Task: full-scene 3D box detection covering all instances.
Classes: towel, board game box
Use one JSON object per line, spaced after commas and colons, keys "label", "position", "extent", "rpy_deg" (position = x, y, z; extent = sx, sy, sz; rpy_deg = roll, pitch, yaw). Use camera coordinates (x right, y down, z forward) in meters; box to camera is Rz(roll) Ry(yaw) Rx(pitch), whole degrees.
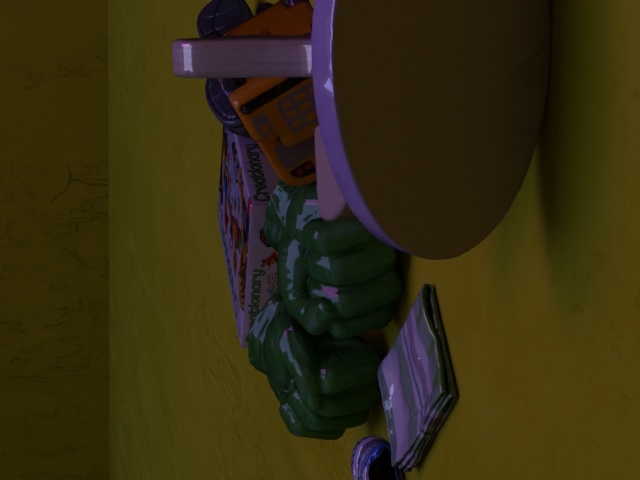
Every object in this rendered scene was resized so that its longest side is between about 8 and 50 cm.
{"label": "towel", "position": [0.080, 0.121, 1.332], "extent": [0.152, 0.023, 0.113], "rpy_deg": [109, 154, -55]}
{"label": "board game box", "position": [-0.083, -0.034, 1.857], "extent": [0.305, 0.053, 0.193], "rpy_deg": [-106, 19, -59]}

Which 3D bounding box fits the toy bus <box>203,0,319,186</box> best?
{"label": "toy bus", "position": [-0.028, -0.146, 1.415], "extent": [0.130, 0.108, 0.333], "rpy_deg": [60, -178, -20]}

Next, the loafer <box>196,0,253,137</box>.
{"label": "loafer", "position": [-0.088, -0.206, 1.875], "extent": [0.084, 0.096, 0.267], "rpy_deg": [52, -165, -39]}

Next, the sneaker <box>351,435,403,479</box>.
{"label": "sneaker", "position": [0.054, 0.247, 1.403], "extent": [0.058, 0.052, 0.135], "rpy_deg": [155, 112, -71]}

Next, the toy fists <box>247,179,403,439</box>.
{"label": "toy fists", "position": [0.001, 0.070, 1.445], "extent": [0.142, 0.096, 0.279], "rpy_deg": [42, 136, 36]}

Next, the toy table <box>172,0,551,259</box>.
{"label": "toy table", "position": [0.044, -0.135, 1.056], "extent": [0.161, 0.252, 0.274], "rpy_deg": [17, 101, 58]}

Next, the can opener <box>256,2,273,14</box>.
{"label": "can opener", "position": [-0.055, -0.242, 1.757], "extent": [0.186, 0.073, 0.059], "rpy_deg": [-101, 5, -65]}
